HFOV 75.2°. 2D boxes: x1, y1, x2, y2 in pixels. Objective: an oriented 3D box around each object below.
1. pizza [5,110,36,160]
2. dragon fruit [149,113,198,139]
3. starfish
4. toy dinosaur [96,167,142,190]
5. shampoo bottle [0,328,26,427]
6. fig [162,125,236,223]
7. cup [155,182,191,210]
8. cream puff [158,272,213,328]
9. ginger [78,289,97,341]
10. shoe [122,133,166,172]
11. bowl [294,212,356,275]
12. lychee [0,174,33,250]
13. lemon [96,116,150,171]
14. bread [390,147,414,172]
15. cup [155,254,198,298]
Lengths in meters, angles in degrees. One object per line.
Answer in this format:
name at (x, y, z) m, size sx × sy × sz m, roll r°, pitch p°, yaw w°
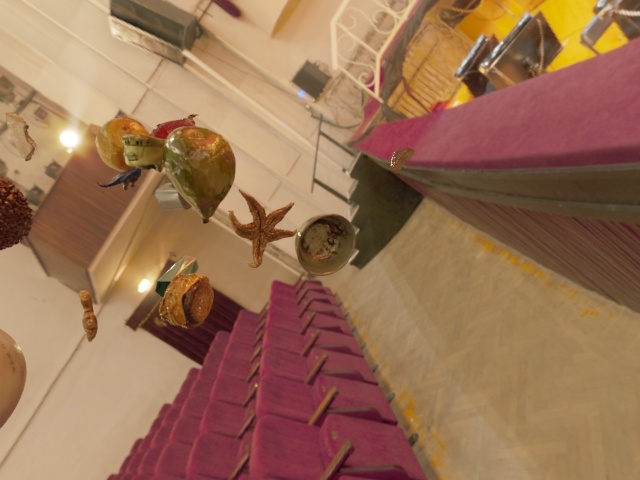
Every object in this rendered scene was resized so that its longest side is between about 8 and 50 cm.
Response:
pizza at (-1.099, -0.394, 1.535) m, size 0.262 × 0.181 × 0.034 m, roll 1°, pitch 24°, yaw 45°
dragon fruit at (-0.566, -0.380, 1.685) m, size 0.147 × 0.211 × 0.282 m, roll 104°, pitch -173°, yaw -56°
starfish at (-0.210, -0.059, 1.558) m, size 0.302 × 0.299 × 0.060 m, roll -18°, pitch 20°, yaw -41°
toy dinosaur at (-0.895, -0.312, 1.917) m, size 0.247 × 0.075 × 0.188 m, roll -18°, pitch -16°, yaw -38°
shampoo bottle at (-0.833, 0.323, 0.892) m, size 0.322 × 0.322 × 0.317 m, roll -56°, pitch 4°, yaw -1°
fig at (-0.381, -0.227, 1.389) m, size 0.233 × 0.233 × 0.314 m, roll -60°, pitch -29°, yaw -25°
cup at (-0.536, -0.174, 1.586) m, size 0.129 × 0.095 × 0.128 m, roll 3°, pitch 32°, yaw 31°
cream puff at (-0.425, 0.191, 1.305) m, size 0.189 × 0.129 × 0.189 m, roll 3°, pitch -90°, yaw -73°
ginger at (-1.018, 0.324, 1.825) m, size 0.133 × 0.059 × 0.214 m, roll 33°, pitch 126°, yaw 58°
shoe at (-0.590, -0.304, 1.423) m, size 0.262 × 0.140 × 0.128 m, roll -41°, pitch -30°, yaw -84°
bowl at (0.000, 0.000, 1.860) m, size 0.289 × 0.289 × 0.146 m, roll -56°, pitch 33°, yaw 2°
lychee at (-1.019, -0.095, 1.251) m, size 0.271 × 0.271 × 0.271 m, roll -55°, pitch 8°, yaw 12°
lemon at (-0.991, -0.484, 2.113) m, size 0.293 × 0.293 × 0.293 m, roll -55°, pitch 8°, yaw 12°
bread at (0.298, -0.312, 1.560) m, size 0.109 × 0.043 × 0.062 m, roll -48°, pitch 42°, yaw 15°
cup at (-0.708, 0.184, 2.076) m, size 0.236 × 0.148 × 0.134 m, roll -76°, pitch -16°, yaw -57°
